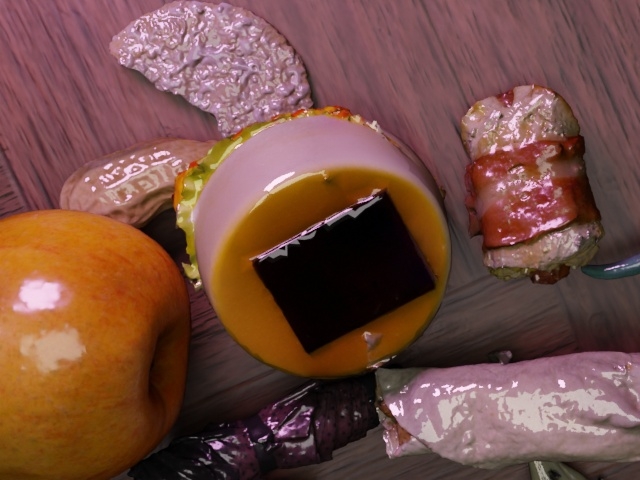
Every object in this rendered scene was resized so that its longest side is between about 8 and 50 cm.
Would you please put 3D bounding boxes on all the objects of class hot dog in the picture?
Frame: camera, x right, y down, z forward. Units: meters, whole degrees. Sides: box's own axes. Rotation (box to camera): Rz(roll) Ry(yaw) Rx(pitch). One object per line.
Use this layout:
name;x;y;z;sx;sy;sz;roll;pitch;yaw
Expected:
hot dog;0.222;-0.058;1.410;0.146;0.103;0.213;-7;87;28

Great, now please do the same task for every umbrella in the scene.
umbrella;-0.045;0.210;1.435;0.326;0.094;0.090;-22;73;-11

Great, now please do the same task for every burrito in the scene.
burrito;0.248;0.174;1.372;0.392;0.076;0.117;-4;93;11

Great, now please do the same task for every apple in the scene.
apple;-0.265;0.114;1.372;0.275;0.299;0.299;-1;97;24

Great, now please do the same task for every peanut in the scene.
peanut;-0.192;-0.060;1.451;0.194;0.093;0.083;-16;121;10

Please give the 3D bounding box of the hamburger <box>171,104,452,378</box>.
hamburger;0.000;0.000;1.391;0.276;0.179;0.294;-31;113;5

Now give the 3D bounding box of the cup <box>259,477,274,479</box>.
cup;-0.081;0.329;1.486;0.133;0.099;0.136;11;97;4

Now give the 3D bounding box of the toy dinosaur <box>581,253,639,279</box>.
toy dinosaur;0.517;-0.026;1.393;0.383;0.129;0.330;27;88;3

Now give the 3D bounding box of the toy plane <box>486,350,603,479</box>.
toy plane;0.250;0.254;1.453;0.108;0.092;0.286;-35;93;-12

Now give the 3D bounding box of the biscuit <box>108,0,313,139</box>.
biscuit;-0.098;-0.185;1.456;0.250;0.032;0.133;37;99;0
